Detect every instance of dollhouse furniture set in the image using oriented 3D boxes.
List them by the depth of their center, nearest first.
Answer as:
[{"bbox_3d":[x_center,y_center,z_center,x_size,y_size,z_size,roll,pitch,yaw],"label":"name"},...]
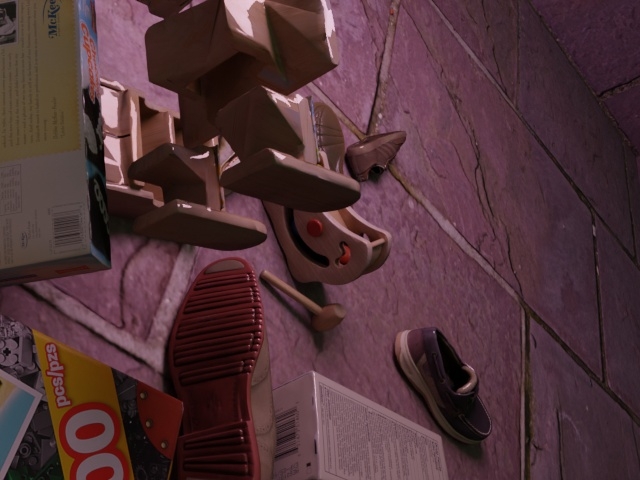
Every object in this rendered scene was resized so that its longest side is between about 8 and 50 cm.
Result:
[{"bbox_3d":[-0.120,-0.160,0.895,0.256,0.394,0.362,13,62,-49],"label":"dollhouse furniture set"}]

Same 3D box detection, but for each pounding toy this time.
[{"bbox_3d":[0.000,0.000,1.170,0.155,0.154,0.270,-20,88,-54],"label":"pounding toy"}]

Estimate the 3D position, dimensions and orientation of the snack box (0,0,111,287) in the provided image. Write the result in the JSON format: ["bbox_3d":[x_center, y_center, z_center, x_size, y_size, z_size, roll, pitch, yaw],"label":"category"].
[{"bbox_3d":[-0.323,-0.114,0.790,0.060,0.187,0.322,72,9,-72],"label":"snack box"}]

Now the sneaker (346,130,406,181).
[{"bbox_3d":[0.111,-0.167,1.495,0.188,0.066,0.071,-27,110,-49],"label":"sneaker"}]

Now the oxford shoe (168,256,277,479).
[{"bbox_3d":[-0.117,0.191,0.984,0.130,0.123,0.348,61,24,-57],"label":"oxford shoe"}]

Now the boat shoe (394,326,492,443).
[{"bbox_3d":[0.243,0.266,1.394,0.285,0.092,0.103,52,38,-20],"label":"boat shoe"}]

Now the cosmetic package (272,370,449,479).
[{"bbox_3d":[0.055,0.321,1.089,0.309,0.113,0.160,36,37,-37],"label":"cosmetic package"}]

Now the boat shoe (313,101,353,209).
[{"bbox_3d":[-0.001,-0.123,1.306,0.080,0.073,0.224,-3,77,-34],"label":"boat shoe"}]

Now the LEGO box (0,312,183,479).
[{"bbox_3d":[-0.341,0.296,0.540,0.372,0.193,0.500,37,46,-36],"label":"LEGO box"}]

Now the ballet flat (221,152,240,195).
[{"bbox_3d":[-0.103,-0.124,1.153,0.057,0.052,0.168,47,55,-9],"label":"ballet flat"}]
